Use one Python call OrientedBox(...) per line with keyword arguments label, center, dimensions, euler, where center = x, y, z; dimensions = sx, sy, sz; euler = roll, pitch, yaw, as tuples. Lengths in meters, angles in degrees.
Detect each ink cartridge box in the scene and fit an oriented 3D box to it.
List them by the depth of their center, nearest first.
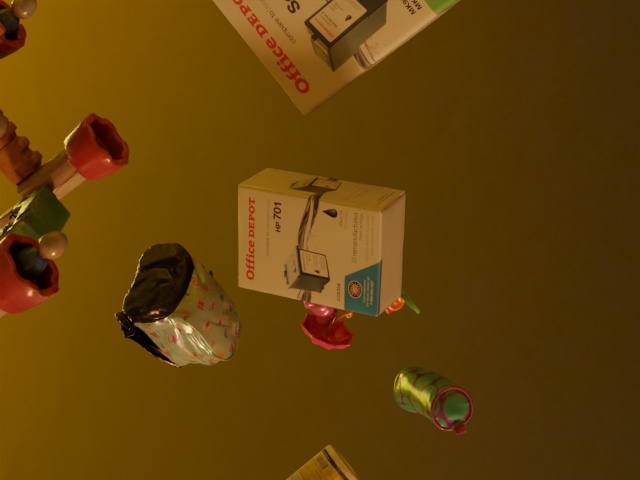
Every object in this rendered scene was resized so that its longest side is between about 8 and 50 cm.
OrientedBox(label="ink cartridge box", center=(0.036, -0.315, 1.538), dimensions=(0.289, 0.121, 0.211), euler=(-35, -85, 32))
OrientedBox(label="ink cartridge box", center=(0.000, 0.000, 1.567), dimensions=(0.191, 0.082, 0.139), euler=(10, -67, 23))

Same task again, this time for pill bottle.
OrientedBox(label="pill bottle", center=(-0.012, 0.318, 1.644), dimensions=(0.065, 0.116, 0.065), euler=(51, 0, 0))

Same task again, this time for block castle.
OrientedBox(label="block castle", center=(-0.405, -0.112, 1.581), dimensions=(0.213, 0.453, 0.303), euler=(-33, -71, 19))

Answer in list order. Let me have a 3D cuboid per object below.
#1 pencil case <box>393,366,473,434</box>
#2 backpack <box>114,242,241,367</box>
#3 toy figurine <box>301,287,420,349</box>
OrientedBox(label="pencil case", center=(0.157, 0.221, 1.817), dimensions=(0.152, 0.065, 0.070), euler=(-163, -123, -72))
OrientedBox(label="backpack", center=(-0.197, 0.109, 1.879), dimensions=(0.115, 0.152, 0.182), euler=(-1, -41, 32))
OrientedBox(label="toy figurine", center=(0.038, 0.089, 1.943), dimensions=(0.173, 0.159, 0.130), euler=(52, 1, -35))
